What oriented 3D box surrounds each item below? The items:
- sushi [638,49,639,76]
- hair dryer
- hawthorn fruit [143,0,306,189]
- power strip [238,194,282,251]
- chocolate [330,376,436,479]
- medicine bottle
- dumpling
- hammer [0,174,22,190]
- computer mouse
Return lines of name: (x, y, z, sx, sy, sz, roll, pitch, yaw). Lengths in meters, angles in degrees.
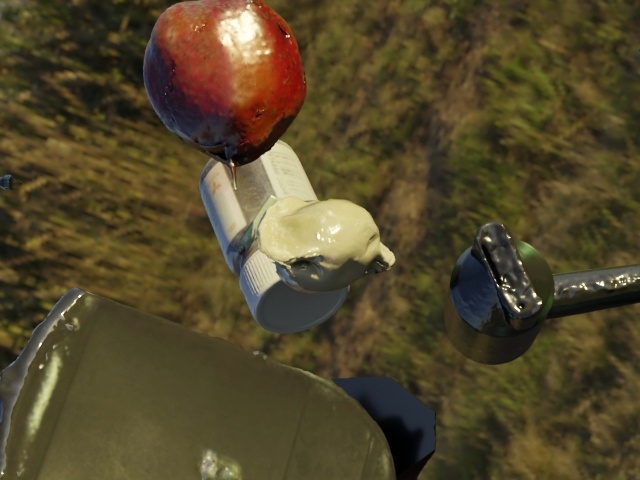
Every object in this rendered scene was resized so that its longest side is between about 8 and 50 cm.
sushi: (0.539, -0.243, 1.824, 0.147, 0.115, 0.212, -30, 15, 17)
hair dryer: (0.288, 0.044, 1.394, 0.244, 0.302, 0.116, 83, 176, -76)
hawthorn fruit: (-0.106, -0.160, 1.435, 0.181, 0.181, 0.235, 137, 129, -62)
power strip: (-0.076, -0.021, 1.576, 0.083, 0.017, 0.027, -55, 4, -9)
chocolate: (0.035, 0.310, 1.638, 0.206, 0.224, 0.177, 35, 147, 43)
medicine bottle: (-0.071, -0.011, 1.908, 0.165, 0.165, 0.273, -59, 41, 38)
dumpling: (0.000, 0.000, 1.542, 0.136, 0.199, 0.118, 46, 119, 44)
hammer: (-0.379, -0.067, 1.505, 0.182, 0.062, 0.017, -151, 61, -86)
computer mouse: (-0.075, 0.151, 0.808, 0.087, 0.295, 0.168, -30, 37, 55)
